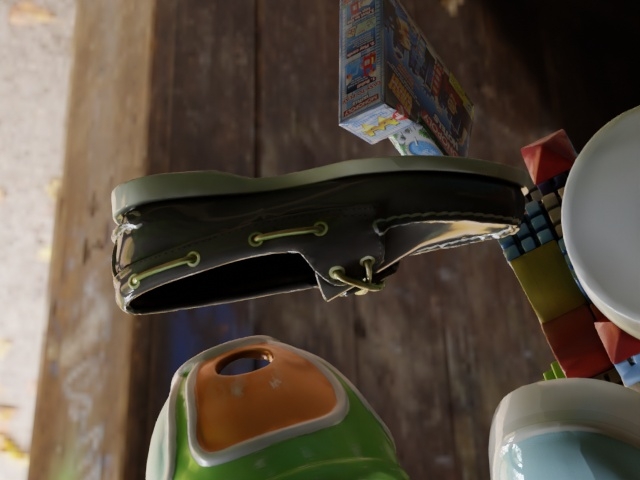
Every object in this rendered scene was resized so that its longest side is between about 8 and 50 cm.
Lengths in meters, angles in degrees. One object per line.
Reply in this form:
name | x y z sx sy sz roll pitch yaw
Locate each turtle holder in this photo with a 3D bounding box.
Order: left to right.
turtle holder | -0.037 0.229 1.602 0.243 0.227 0.320 -29 151 8

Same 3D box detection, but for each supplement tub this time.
supplement tub | 0.225 -0.007 0.996 0.144 0.144 0.199 -22 167 21

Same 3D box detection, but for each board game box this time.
board game box | 0.083 -0.149 1.826 0.060 0.194 0.194 -25 118 27

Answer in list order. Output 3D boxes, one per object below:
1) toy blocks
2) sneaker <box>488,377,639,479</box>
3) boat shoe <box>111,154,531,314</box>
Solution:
toy blocks | 0.258 0.049 1.662 0.190 0.381 0.261 -26 143 10
sneaker | 0.193 0.242 0.997 0.135 0.150 0.366 -17 124 20
boat shoe | 0.000 0.000 0.916 0.227 0.069 0.081 -5 162 13
